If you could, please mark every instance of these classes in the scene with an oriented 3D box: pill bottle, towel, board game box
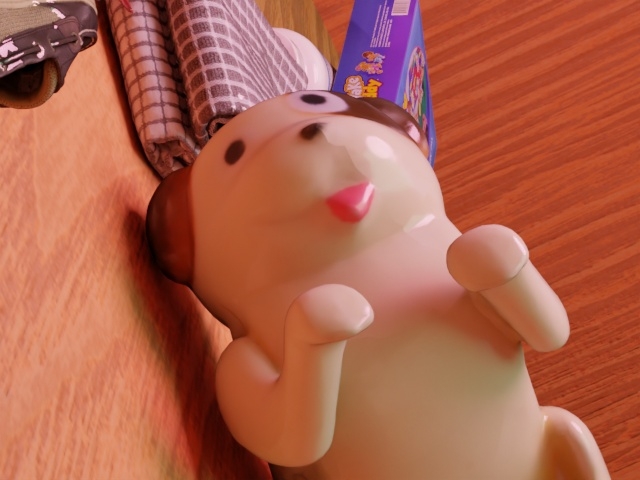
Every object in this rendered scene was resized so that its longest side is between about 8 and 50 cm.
[{"bbox_3d":[-0.044,-0.169,1.983,0.124,0.124,0.221,67,9,13],"label":"pill bottle"},{"bbox_3d":[-0.082,-0.119,1.597,0.284,0.121,0.235,54,15,-55],"label":"towel"},{"bbox_3d":[0.066,-0.083,2.014,0.347,0.078,0.233,-77,162,-45],"label":"board game box"}]

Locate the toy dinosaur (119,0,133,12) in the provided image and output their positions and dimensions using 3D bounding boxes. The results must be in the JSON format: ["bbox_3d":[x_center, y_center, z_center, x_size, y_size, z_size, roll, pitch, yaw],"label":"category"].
[{"bbox_3d":[-0.183,-0.248,1.504,0.047,0.090,0.082,-32,142,-72],"label":"toy dinosaur"}]

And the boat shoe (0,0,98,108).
[{"bbox_3d":[-0.189,-0.114,1.067,0.223,0.080,0.073,-21,92,-77],"label":"boat shoe"}]

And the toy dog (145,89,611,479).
[{"bbox_3d":[0.047,0.079,1.322,0.395,0.284,0.408,147,-81,-85],"label":"toy dog"}]
